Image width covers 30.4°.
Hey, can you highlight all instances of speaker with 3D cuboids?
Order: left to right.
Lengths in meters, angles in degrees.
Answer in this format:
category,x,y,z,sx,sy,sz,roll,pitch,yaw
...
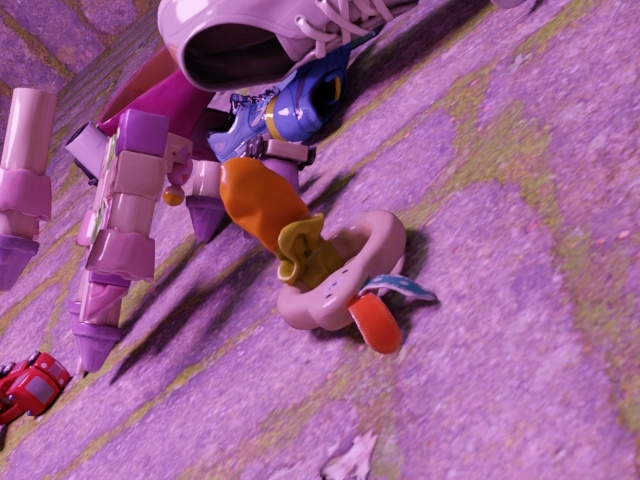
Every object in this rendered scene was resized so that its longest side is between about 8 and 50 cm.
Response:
category,x,y,z,sx,sy,sz,roll,pitch,yaw
speaker,-0.312,-0.112,1.737,0.055,0.136,0.055,-38,21,18

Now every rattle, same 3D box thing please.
category,x,y,z,sx,sy,sz,roll,pitch,yaw
rattle,0.000,0.000,0.915,0.130,0.143,0.200,-23,15,3

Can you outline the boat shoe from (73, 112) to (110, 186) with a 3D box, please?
category,x,y,z,sx,sy,sz,roll,pitch,yaw
boat shoe,-0.337,-0.185,2.001,0.114,0.091,0.302,-36,21,20

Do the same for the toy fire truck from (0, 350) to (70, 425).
category,x,y,z,sx,sy,sz,roll,pitch,yaw
toy fire truck,-0.382,0.206,1.366,0.192,0.047,0.135,-22,30,45

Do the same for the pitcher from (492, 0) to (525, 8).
category,x,y,z,sx,sy,sz,roll,pitch,yaw
pitcher,0.250,-0.335,1.146,0.207,0.125,0.178,-43,1,38

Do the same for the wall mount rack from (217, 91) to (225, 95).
category,x,y,z,sx,sy,sz,roll,pitch,yaw
wall mount rack,-0.036,-0.360,1.618,0.350,0.130,0.304,-20,25,50

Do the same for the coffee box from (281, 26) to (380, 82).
category,x,y,z,sx,sy,sz,roll,pitch,yaw
coffee box,0.020,-0.285,1.580,0.184,0.040,0.113,-22,29,46

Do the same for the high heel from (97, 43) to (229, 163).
category,x,y,z,sx,sy,sz,roll,pitch,yaw
high heel,-0.152,-0.285,1.495,0.127,0.181,0.377,11,87,54

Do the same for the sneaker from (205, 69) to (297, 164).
category,x,y,z,sx,sy,sz,roll,pitch,yaw
sneaker,-0.078,-0.164,1.481,0.162,0.073,0.063,-44,19,0

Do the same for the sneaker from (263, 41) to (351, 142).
category,x,y,z,sx,sy,sz,roll,pitch,yaw
sneaker,0.009,-0.192,1.392,0.082,0.069,0.209,-12,35,36

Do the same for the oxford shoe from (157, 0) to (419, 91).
category,x,y,z,sx,sy,sz,roll,pitch,yaw
oxford shoe,0.023,-0.273,1.294,0.449,0.169,0.130,-18,54,19

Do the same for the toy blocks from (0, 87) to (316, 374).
category,x,y,z,sx,sy,sz,roll,pitch,yaw
toy blocks,-0.201,0.016,1.227,0.288,0.308,0.260,163,116,-73
